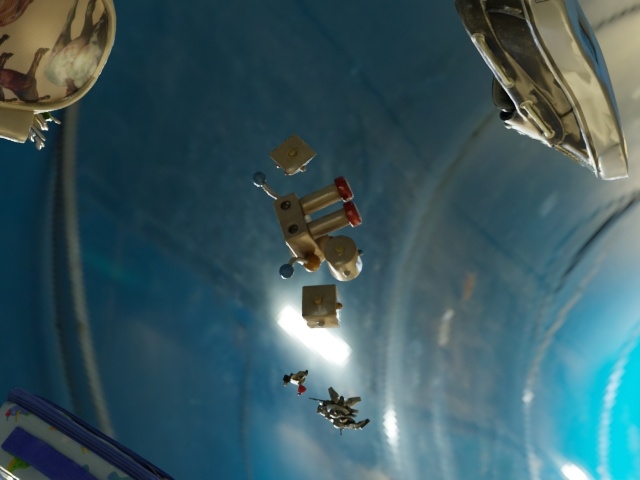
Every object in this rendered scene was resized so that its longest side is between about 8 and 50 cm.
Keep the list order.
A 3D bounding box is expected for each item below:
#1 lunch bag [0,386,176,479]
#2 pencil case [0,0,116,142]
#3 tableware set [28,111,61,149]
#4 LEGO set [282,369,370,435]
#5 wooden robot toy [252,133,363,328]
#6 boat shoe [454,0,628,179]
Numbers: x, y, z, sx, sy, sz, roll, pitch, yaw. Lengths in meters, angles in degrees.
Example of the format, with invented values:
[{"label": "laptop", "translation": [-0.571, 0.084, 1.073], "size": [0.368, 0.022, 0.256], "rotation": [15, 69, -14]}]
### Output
[{"label": "lunch bag", "translation": [-0.196, 0.226, 1.346], "size": [0.090, 0.219, 0.176], "rotation": [-54, -29, -17]}, {"label": "pencil case", "translation": [-0.332, -0.277, 1.477], "size": [0.160, 0.410, 0.183], "rotation": [20, -67, -38]}, {"label": "tableware set", "translation": [-0.304, -0.147, 1.541], "size": [0.024, 0.104, 0.154], "rotation": [-41, 2, -14]}, {"label": "LEGO set", "translation": [0.005, 0.135, 1.233], "size": [0.054, 0.083, 0.023], "rotation": [-49, 18, 59]}, {"label": "wooden robot toy", "translation": [0.000, 0.000, 1.265], "size": [0.076, 0.173, 0.079], "rotation": [-18, -29, 2]}, {"label": "boat shoe", "translation": [0.146, -0.105, 0.984], "size": [0.070, 0.078, 0.219], "rotation": [-16, -36, 18]}]
